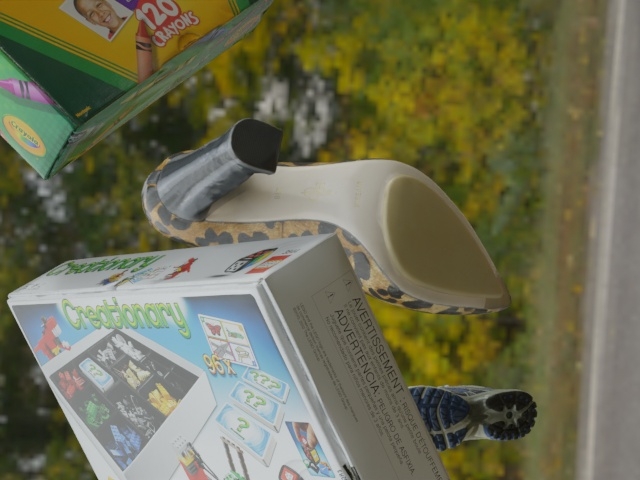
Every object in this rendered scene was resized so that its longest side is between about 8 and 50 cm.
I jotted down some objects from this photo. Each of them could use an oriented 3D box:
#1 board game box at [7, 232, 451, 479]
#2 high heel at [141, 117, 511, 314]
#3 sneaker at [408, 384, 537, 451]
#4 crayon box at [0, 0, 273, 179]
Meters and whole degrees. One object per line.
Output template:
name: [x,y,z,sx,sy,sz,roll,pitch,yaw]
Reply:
board game box: [-0.050,0.099,0.875,0.305,0.053,0.193,-5,113,58]
high heel: [0.000,0.000,1.228,0.186,0.261,0.093,-25,41,57]
sneaker: [0.101,0.139,1.313,0.058,0.135,0.052,-170,85,-68]
crayon box: [-0.174,-0.188,1.313,0.278,0.165,0.081,-43,-4,-42]
